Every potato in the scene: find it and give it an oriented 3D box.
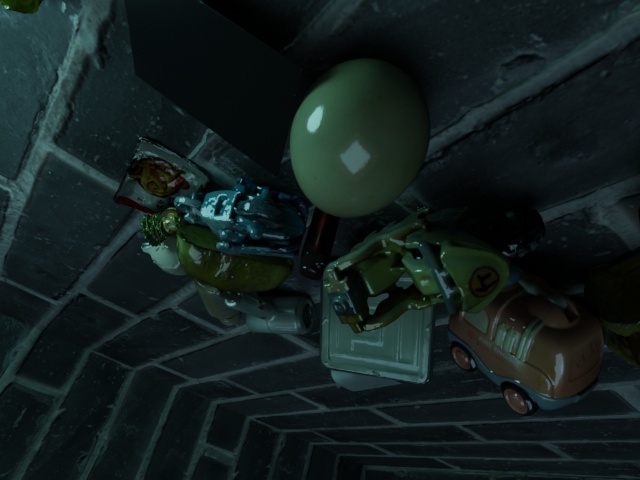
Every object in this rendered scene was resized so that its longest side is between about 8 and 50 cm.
[{"bbox_3d":[-0.197,0.056,0.945,0.271,0.111,0.160,15,-169,-29],"label":"potato"}]

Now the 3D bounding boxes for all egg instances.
[{"bbox_3d":[0.049,-0.131,0.608,0.188,0.189,0.254,19,148,-5],"label":"egg"}]

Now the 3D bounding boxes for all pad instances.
[{"bbox_3d":[-0.162,-0.238,0.607,0.299,0.005,0.202,36,145,8],"label":"pad"}]

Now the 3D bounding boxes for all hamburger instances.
[{"bbox_3d":[0.594,0.105,0.712,0.132,0.211,0.309,32,143,-14],"label":"hamburger"}]

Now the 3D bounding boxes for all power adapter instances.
[{"bbox_3d":[0.122,0.309,1.184,0.124,0.187,0.255,33,141,-22],"label":"power adapter"}]

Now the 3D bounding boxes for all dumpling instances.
[{"bbox_3d":[-0.334,0.029,1.039,0.187,0.108,0.127,7,178,23],"label":"dumpling"}]

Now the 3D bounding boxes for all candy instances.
[{"bbox_3d":[-0.357,-0.357,0.581,0.193,0.062,0.058,-9,141,15],"label":"candy"}]

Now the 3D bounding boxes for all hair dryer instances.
[{"bbox_3d":[-0.159,0.169,1.094,0.173,0.108,0.357,-4,161,22],"label":"hair dryer"}]

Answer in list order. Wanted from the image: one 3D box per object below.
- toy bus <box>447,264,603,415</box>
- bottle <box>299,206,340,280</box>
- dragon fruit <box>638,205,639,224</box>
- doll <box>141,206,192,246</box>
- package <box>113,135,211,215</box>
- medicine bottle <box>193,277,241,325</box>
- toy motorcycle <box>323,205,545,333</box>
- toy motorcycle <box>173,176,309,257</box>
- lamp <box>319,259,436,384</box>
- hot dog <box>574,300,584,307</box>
[{"bbox_3d":[0.393,0.174,0.842,0.287,0.194,0.232,40,148,48],"label":"toy bus"},{"bbox_3d":[0.000,0.000,0.826,0.060,0.164,0.060,10,144,8],"label":"bottle"},{"bbox_3d":[0.545,-0.076,0.555,0.211,0.147,0.282,11,143,23],"label":"dragon fruit"},{"bbox_3d":[-0.338,-0.043,0.959,0.113,0.077,0.078,-30,136,-4],"label":"doll"},{"bbox_3d":[-0.341,-0.111,0.919,0.154,0.030,0.239,29,142,-21],"label":"package"},{"bbox_3d":[-0.267,0.153,1.181,0.114,0.114,0.252,10,144,7],"label":"medicine bottle"},{"bbox_3d":[0.177,0.046,0.773,0.410,0.237,0.169,-17,106,38],"label":"toy motorcycle"},{"bbox_3d":[-0.147,-0.040,0.860,0.260,0.154,0.206,6,168,33],"label":"toy motorcycle"},{"bbox_3d":[0.129,0.185,0.995,0.266,0.047,0.269,3,99,18],"label":"lamp"},{"bbox_3d":[0.574,0.222,1.001,0.115,0.072,0.269,-4,141,13],"label":"hot dog"}]
